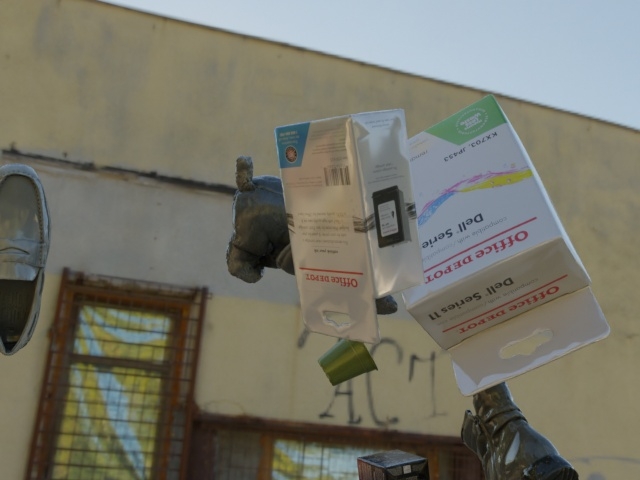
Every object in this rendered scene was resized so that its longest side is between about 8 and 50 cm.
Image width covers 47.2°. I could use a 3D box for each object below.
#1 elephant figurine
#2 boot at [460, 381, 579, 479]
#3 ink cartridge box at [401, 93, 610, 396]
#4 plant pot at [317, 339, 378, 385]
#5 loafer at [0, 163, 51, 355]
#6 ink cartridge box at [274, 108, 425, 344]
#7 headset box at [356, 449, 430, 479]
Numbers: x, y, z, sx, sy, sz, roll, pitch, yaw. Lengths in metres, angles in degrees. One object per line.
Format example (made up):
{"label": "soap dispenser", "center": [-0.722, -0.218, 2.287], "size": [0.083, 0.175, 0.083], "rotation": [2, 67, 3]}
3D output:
{"label": "elephant figurine", "center": [0.000, 0.000, 1.031], "size": [0.239, 0.170, 0.186], "rotation": [15, 0, 15]}
{"label": "boot", "center": [0.230, 0.305, 0.925], "size": [0.083, 0.161, 0.247], "rotation": [-4, -56, -21]}
{"label": "ink cartridge box", "center": [0.201, -0.004, 0.940], "size": [0.207, 0.354, 0.119], "rotation": [-28, -47, 18]}
{"label": "plant pot", "center": [0.041, 0.200, 1.210], "size": [0.079, 0.083, 0.083], "rotation": [-32, -17, -5]}
{"label": "loafer", "center": [-0.505, 0.035, 1.215], "size": [0.111, 0.320, 0.111], "rotation": [0, 17, -22]}
{"label": "ink cartridge box", "center": [0.025, -0.012, 0.611], "size": [0.060, 0.180, 0.104], "rotation": [-14, 10, -37]}
{"label": "headset box", "center": [0.088, 0.287, 0.916], "size": [0.062, 0.032, 0.083], "rotation": [-3, -6, -25]}
